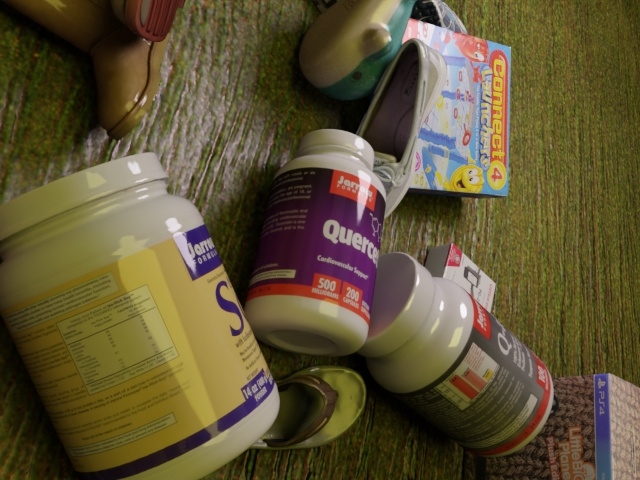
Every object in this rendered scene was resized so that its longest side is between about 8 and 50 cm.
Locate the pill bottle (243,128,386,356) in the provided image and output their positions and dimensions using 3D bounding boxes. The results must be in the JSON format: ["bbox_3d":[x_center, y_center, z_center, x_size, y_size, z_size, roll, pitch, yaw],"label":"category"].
[{"bbox_3d":[0.000,0.000,1.055,0.182,0.182,0.322,28,60,-34],"label":"pill bottle"}]

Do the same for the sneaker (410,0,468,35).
[{"bbox_3d":[0.225,-0.461,1.476,0.283,0.110,0.122,40,42,-36],"label":"sneaker"}]

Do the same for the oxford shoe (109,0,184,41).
[{"bbox_3d":[-0.243,-0.350,0.921,0.130,0.123,0.348,18,25,-12],"label":"oxford shoe"}]

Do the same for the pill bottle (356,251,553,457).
[{"bbox_3d":[0.205,0.191,1.167,0.363,0.210,0.210,40,54,-27],"label":"pill bottle"}]

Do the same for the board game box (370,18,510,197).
[{"bbox_3d":[0.234,-0.241,1.347,0.302,0.086,0.308,1,90,-37],"label":"board game box"}]

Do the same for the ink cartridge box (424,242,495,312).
[{"bbox_3d":[0.265,0.093,1.353,0.150,0.063,0.109,39,54,-28],"label":"ink cartridge box"}]

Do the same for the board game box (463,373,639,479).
[{"bbox_3d":[0.415,0.376,1.248,0.141,0.291,0.232,26,60,-35],"label":"board game box"}]

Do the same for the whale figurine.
[{"bbox_3d":[0.092,-0.354,1.198,0.141,0.272,0.216,39,15,-33],"label":"whale figurine"}]

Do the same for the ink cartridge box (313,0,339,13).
[{"bbox_3d":[0.026,-0.485,1.311,0.180,0.060,0.104,51,50,-19],"label":"ink cartridge box"}]

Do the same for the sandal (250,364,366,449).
[{"bbox_3d":[-0.040,0.246,1.009,0.303,0.086,0.120,1,77,-43],"label":"sandal"}]

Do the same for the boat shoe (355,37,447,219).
[{"bbox_3d":[0.112,-0.178,1.178,0.103,0.118,0.320,1,115,-64],"label":"boat shoe"}]

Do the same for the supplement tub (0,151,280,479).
[{"bbox_3d":[-0.212,0.092,0.791,0.241,0.241,0.331,-28,97,-44],"label":"supplement tub"}]

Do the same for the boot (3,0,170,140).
[{"bbox_3d":[-0.333,-0.274,0.890,0.270,0.089,0.236,34,36,-32],"label":"boot"}]
